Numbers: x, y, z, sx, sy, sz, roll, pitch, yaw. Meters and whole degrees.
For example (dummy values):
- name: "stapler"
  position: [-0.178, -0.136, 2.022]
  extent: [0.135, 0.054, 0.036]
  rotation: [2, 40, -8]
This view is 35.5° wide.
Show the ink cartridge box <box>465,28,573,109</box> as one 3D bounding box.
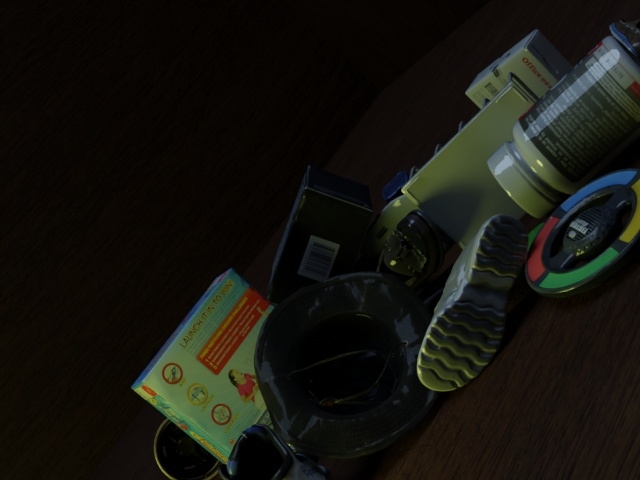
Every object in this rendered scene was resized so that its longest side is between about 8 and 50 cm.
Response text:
- name: "ink cartridge box"
  position: [0.444, -0.342, 2.189]
  extent: [0.203, 0.148, 0.086]
  rotation: [-35, 15, 50]

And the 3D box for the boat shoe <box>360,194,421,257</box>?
- name: "boat shoe"
  position: [0.170, -0.049, 2.451]
  extent: [0.219, 0.078, 0.070]
  rotation: [-44, 12, 32]

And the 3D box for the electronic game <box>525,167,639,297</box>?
- name: "electronic game"
  position: [0.381, -0.012, 1.406]
  extent: [0.229, 0.048, 0.229]
  rotation: [-42, 20, 19]

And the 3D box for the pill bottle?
- name: "pill bottle"
  position: [0.418, -0.179, 1.626]
  extent: [0.283, 0.161, 0.161]
  rotation: [-44, 11, 22]

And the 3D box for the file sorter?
- name: "file sorter"
  position: [0.319, -0.146, 1.853]
  extent: [0.277, 0.193, 0.173]
  rotation: [-45, 8, 20]

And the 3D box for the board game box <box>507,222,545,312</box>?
- name: "board game box"
  position: [0.279, 0.084, 1.587]
  extent: [0.259, 0.039, 0.124]
  rotation: [-48, 10, 15]

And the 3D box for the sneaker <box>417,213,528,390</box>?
- name: "sneaker"
  position: [0.230, 0.100, 1.509]
  extent: [0.281, 0.105, 0.115]
  rotation: [-61, 2, -7]

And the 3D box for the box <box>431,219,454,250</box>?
- name: "box"
  position: [0.238, -0.014, 2.061]
  extent: [0.052, 0.062, 0.083]
  rotation: [-47, 10, 0]

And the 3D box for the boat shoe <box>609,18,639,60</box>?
- name: "boat shoe"
  position: [0.610, -0.390, 1.926]
  extent: [0.066, 0.066, 0.183]
  rotation: [-39, 23, 23]

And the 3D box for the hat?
- name: "hat"
  position: [0.058, 0.216, 1.610]
  extent: [0.331, 0.134, 0.331]
  rotation: [-10, 54, 13]

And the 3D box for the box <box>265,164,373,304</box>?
- name: "box"
  position: [0.000, 0.000, 2.452]
  extent: [0.294, 0.182, 0.296]
  rotation: [-91, 21, -75]

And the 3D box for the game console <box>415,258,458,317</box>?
- name: "game console"
  position: [0.178, 0.117, 1.821]
  extent: [0.213, 0.044, 0.361]
  rotation: [-40, 1, -19]

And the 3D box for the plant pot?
- name: "plant pot"
  position: [-0.304, 0.473, 2.290]
  extent: [0.167, 0.167, 0.165]
  rotation: [-52, 3, -18]

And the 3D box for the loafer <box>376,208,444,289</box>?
- name: "loafer"
  position: [0.159, 0.044, 1.884]
  extent: [0.095, 0.109, 0.302]
  rotation: [-36, -16, -16]

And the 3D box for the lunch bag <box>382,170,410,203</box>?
- name: "lunch bag"
  position: [0.212, -0.123, 2.602]
  extent: [0.098, 0.065, 0.067]
  rotation: [-44, 26, 19]

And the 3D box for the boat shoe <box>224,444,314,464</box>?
- name: "boat shoe"
  position: [-0.086, 0.419, 1.824]
  extent: [0.233, 0.084, 0.079]
  rotation: [-32, 56, 38]

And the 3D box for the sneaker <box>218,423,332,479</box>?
- name: "sneaker"
  position: [-0.074, 0.367, 1.593]
  extent: [0.127, 0.182, 0.315]
  rotation: [-49, 10, -16]

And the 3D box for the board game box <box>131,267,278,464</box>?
- name: "board game box"
  position: [-0.169, 0.271, 2.028]
  extent: [0.308, 0.302, 0.086]
  rotation: [-53, 11, -28]
